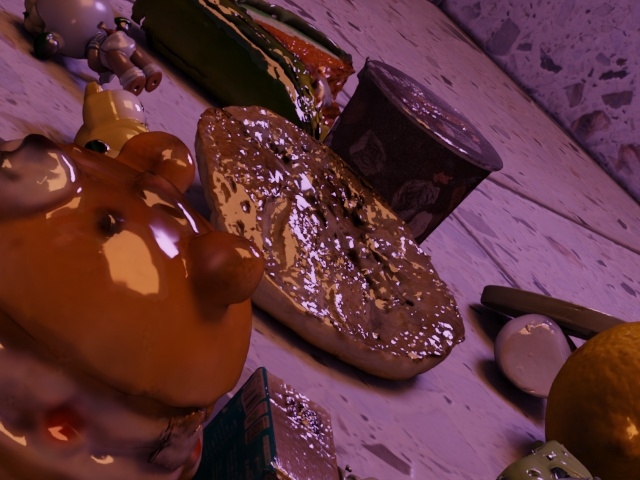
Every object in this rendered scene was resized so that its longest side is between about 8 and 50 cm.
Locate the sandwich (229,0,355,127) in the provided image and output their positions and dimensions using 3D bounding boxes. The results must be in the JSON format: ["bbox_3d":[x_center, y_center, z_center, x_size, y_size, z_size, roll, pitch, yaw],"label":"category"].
[{"bbox_3d":[-0.051,-0.256,2.537,0.212,0.109,0.292,49,20,13],"label":"sandwich"}]

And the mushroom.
[{"bbox_3d":[0.273,0.146,2.156,0.116,0.093,0.225,51,7,4],"label":"mushroom"}]

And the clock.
[{"bbox_3d":[0.327,0.108,2.287,0.235,0.029,0.235,18,-6,2],"label":"clock"}]

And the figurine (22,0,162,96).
[{"bbox_3d":[-0.270,-0.235,2.003,0.147,0.093,0.197,-21,66,-47],"label":"figurine"}]

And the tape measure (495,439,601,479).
[{"bbox_3d":[0.240,0.272,1.699,0.154,0.087,0.177,43,18,16],"label":"tape measure"}]

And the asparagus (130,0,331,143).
[{"bbox_3d":[-0.095,-0.227,2.315,0.382,0.128,0.108,41,-26,5],"label":"asparagus"}]

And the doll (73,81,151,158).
[{"bbox_3d":[-0.204,-0.074,1.697,0.291,0.086,0.117,-109,-176,-67],"label":"doll"}]

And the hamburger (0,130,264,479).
[{"bbox_3d":[-0.164,0.047,1.158,0.276,0.237,0.276,34,13,-9],"label":"hamburger"}]

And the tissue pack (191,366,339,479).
[{"bbox_3d":[-0.046,0.185,1.236,0.082,0.120,0.169,37,13,-17],"label":"tissue pack"}]

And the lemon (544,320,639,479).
[{"bbox_3d":[0.367,0.203,1.932,0.228,0.228,0.253,48,19,31],"label":"lemon"}]

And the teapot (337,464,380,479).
[{"bbox_3d":[0.071,0.247,1.407,0.200,0.077,0.107,32,13,-23],"label":"teapot"}]

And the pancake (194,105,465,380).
[{"bbox_3d":[0.001,0.001,1.885,0.387,0.082,0.387,38,24,-21],"label":"pancake"}]

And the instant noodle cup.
[{"bbox_3d":[0.083,-0.084,2.140,0.217,0.207,0.217,34,17,-12],"label":"instant noodle cup"}]
